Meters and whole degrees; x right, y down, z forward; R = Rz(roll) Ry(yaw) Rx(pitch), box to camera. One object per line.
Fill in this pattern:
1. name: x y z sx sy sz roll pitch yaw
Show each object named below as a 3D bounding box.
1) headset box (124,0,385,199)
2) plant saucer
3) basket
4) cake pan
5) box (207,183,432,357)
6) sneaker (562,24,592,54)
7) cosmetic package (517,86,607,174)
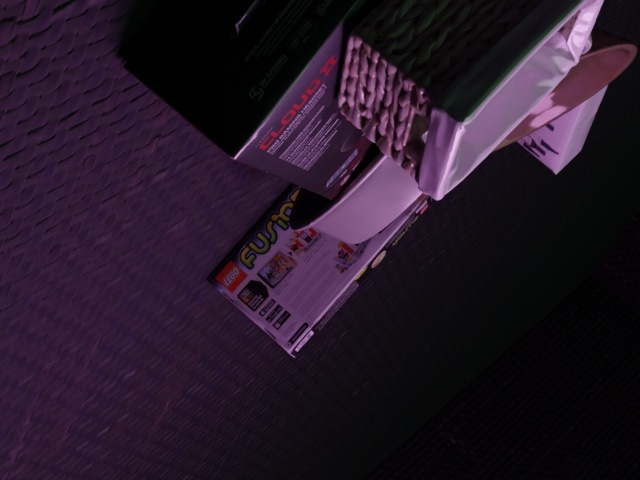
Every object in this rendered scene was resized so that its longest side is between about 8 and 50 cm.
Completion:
1. headset box: 0.000 -0.157 1.092 0.218 0.110 0.293 -51 166 5
2. plant saucer: 0.232 -0.164 1.737 0.278 0.041 0.278 -26 170 -5
3. basket: 0.099 -0.130 1.024 0.167 0.103 0.113 -45 164 -23
4. cake pan: 0.082 -0.112 1.336 0.293 0.054 0.293 -50 -169 13
5. box: 0.000 0.000 1.485 0.207 0.114 0.036 -48 166 -4
6. sneaker: 0.253 -0.248 1.599 0.232 0.115 0.090 -45 165 -16
7. cosmetic package: 0.307 -0.183 1.962 0.060 0.099 0.239 -45 164 -19
